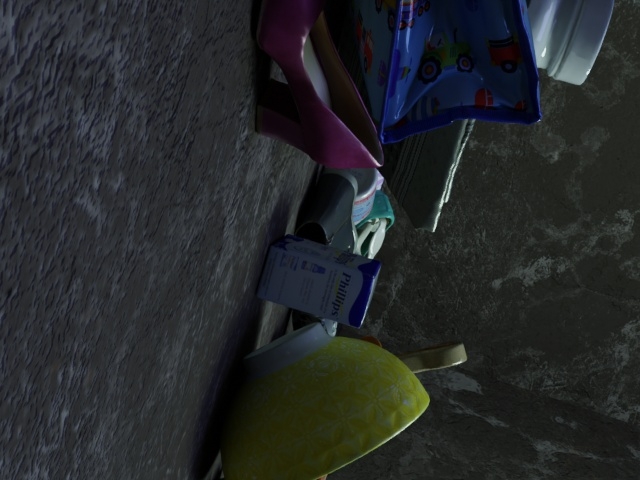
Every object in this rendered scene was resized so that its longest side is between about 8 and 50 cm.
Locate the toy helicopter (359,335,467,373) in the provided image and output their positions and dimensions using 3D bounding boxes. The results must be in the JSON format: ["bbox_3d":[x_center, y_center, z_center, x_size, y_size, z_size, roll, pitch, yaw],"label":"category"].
[{"bbox_3d":[0.077,0.231,1.623,0.235,0.355,0.140,130,-52,-83],"label":"toy helicopter"}]

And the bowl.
[{"bbox_3d":[-0.020,0.201,1.229,0.156,0.289,0.289,64,7,0],"label":"bowl"}]

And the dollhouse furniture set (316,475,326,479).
[{"bbox_3d":[-0.053,0.455,1.881,0.259,0.135,0.262,65,49,-82],"label":"dollhouse furniture set"}]

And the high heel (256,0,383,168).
[{"bbox_3d":[0.011,-0.143,0.749,0.244,0.117,0.082,101,8,-54],"label":"high heel"}]

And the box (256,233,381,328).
[{"bbox_3d":[0.002,0.049,1.203,0.126,0.137,0.072,-44,151,-79],"label":"box"}]

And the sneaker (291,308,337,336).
[{"bbox_3d":[-0.021,0.116,1.609,0.132,0.086,0.229,-40,143,-64],"label":"sneaker"}]

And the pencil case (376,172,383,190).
[{"bbox_3d":[0.067,-0.103,1.679,0.206,0.086,0.088,103,3,-47],"label":"pencil case"}]

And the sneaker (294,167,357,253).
[{"bbox_3d":[0.000,0.000,1.436,0.222,0.083,0.118,89,24,-50],"label":"sneaker"}]

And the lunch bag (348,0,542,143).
[{"bbox_3d":[0.085,-0.261,0.716,0.221,0.138,0.293,-97,178,-48],"label":"lunch bag"}]

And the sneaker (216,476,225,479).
[{"bbox_3d":[-0.105,0.391,1.339,0.127,0.126,0.321,-65,-177,-24],"label":"sneaker"}]

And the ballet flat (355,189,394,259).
[{"bbox_3d":[0.050,0.022,1.664,0.247,0.083,0.087,-57,-137,26],"label":"ballet flat"}]

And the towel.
[{"bbox_3d":[0.111,-0.220,1.058,0.312,0.056,0.324,-120,-143,-46],"label":"towel"}]

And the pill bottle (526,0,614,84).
[{"bbox_3d":[0.220,-0.319,1.265,0.176,0.318,0.176,19,90,-86],"label":"pill bottle"}]

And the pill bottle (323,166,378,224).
[{"bbox_3d":[0.045,-0.078,1.523,0.160,0.087,0.087,92,17,-71],"label":"pill bottle"}]
